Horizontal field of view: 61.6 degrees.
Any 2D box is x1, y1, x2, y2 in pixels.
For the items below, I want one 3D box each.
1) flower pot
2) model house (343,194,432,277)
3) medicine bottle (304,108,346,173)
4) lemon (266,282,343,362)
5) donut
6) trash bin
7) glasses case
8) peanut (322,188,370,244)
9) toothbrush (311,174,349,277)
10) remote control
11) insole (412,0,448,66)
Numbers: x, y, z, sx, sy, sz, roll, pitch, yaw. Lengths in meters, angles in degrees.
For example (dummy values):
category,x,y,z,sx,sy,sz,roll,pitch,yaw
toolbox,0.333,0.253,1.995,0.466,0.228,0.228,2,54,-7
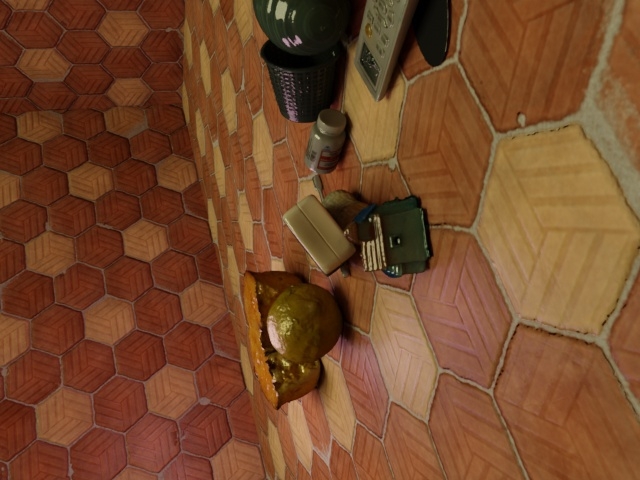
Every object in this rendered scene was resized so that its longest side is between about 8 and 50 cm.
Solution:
category,x,y,z,sx,sy,sz,roll,pitch,yaw
flower pot,-0.037,-0.475,1.085,0.157,0.189,0.243,51,-170,-49
model house,0.102,-0.004,0.960,0.119,0.148,0.148,176,88,-70
medicine bottle,0.013,-0.223,1.211,0.140,0.079,0.079,109,146,-51
lemon,-0.040,0.211,1.372,0.231,0.192,0.192,109,147,-53
donut,-0.130,0.293,1.707,0.377,0.163,0.435,174,85,-71
trash bin,-0.041,-0.360,1.206,0.161,0.175,0.175,89,161,-49
glasses case,0.000,0.000,1.132,0.144,0.076,0.336,53,178,5
peanut,0.062,-0.051,1.137,0.207,0.087,0.087,-135,41,-60
toothbrush,0.024,-0.038,1.345,0.024,0.021,0.288,100,155,-66
remote control,0.121,-0.377,0.889,0.313,0.055,0.109,105,144,-61
insole,0.156,-0.430,0.839,0.109,0.007,0.322,157,104,-71
